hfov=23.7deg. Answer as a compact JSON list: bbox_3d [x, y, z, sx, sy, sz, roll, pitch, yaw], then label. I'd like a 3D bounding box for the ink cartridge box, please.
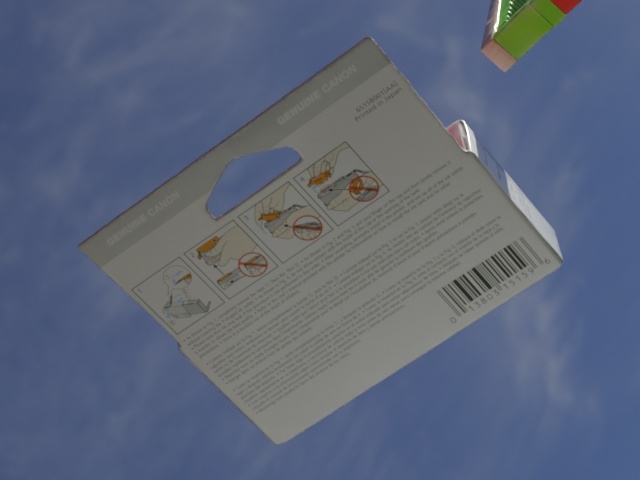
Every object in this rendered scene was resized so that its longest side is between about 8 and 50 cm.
[{"bbox_3d":[0.000,0.000,1.134,0.275,0.060,0.239,-34,-65,17],"label":"ink cartridge box"}]

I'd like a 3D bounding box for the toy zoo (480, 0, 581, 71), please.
[{"bbox_3d":[0.246,-0.277,1.232,0.293,0.030,0.192,-43,15,29],"label":"toy zoo"}]
